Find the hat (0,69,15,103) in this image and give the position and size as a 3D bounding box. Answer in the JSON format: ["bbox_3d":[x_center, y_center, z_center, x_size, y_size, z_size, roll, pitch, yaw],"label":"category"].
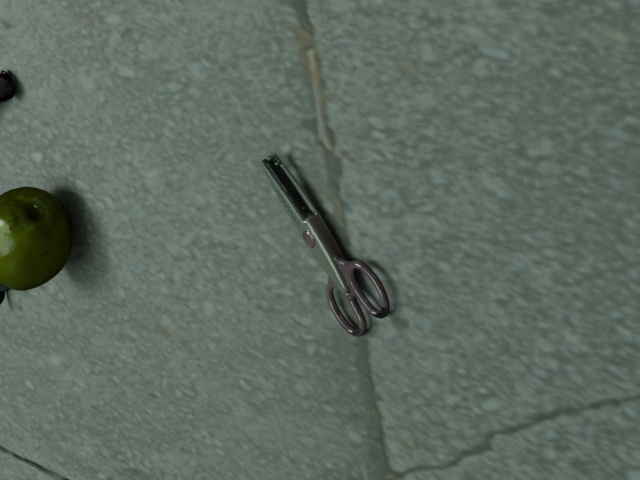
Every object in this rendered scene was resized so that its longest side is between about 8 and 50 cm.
[{"bbox_3d":[-0.427,-0.163,1.817,0.227,0.129,0.140,4,154,35],"label":"hat"}]

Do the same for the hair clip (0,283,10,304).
[{"bbox_3d":[-0.441,-0.027,1.950,0.229,0.039,0.070,62,147,10],"label":"hair clip"}]

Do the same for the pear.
[{"bbox_3d":[-0.325,-0.002,1.746,0.107,0.107,0.131,55,156,17],"label":"pear"}]

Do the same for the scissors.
[{"bbox_3d":[0.000,0.000,1.379,0.176,0.022,0.085,58,148,8],"label":"scissors"}]
